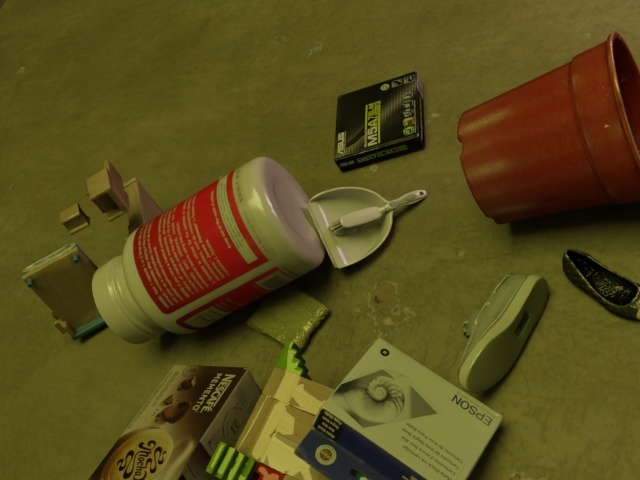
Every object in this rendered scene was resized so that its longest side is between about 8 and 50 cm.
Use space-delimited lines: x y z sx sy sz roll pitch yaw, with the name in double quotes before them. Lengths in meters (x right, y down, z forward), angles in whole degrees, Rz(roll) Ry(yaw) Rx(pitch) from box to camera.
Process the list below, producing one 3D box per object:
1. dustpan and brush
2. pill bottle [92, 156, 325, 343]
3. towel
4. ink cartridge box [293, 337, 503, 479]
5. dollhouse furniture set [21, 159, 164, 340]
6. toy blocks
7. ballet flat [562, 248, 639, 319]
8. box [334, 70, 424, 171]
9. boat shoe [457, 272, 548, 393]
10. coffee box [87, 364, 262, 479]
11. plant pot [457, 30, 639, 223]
"dustpan and brush" 0.099 -0.050 1.494 0.211 0.060 0.147 -19 75 -22
"pill bottle" -0.215 0.033 1.509 0.408 0.229 0.229 -28 46 18
"towel" -0.059 0.138 1.484 0.148 0.027 0.110 23 70 42
"ink cartridge box" 0.113 0.274 1.145 0.223 0.045 0.224 31 51 16
"dollhouse furniture set" -0.495 0.006 1.684 0.304 0.286 0.198 -30 40 3
"toy blocks" -0.008 0.371 1.195 0.261 0.190 0.381 16 67 27
"ballet flat" 0.432 0.068 1.215 0.057 0.049 0.173 -48 46 -7
"box" 0.120 -0.245 1.653 0.184 0.045 0.190 -12 51 21
"boat shoe" 0.266 0.138 1.246 0.081 0.079 0.227 12 52 47
"coffee box" -0.226 0.343 1.301 0.168 0.118 0.297 -3 34 32
"plant pot" 0.379 -0.156 1.289 0.265 0.272 0.272 -16 49 31
